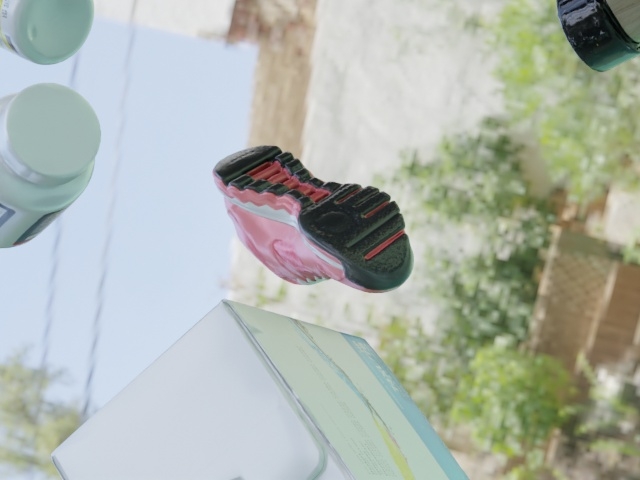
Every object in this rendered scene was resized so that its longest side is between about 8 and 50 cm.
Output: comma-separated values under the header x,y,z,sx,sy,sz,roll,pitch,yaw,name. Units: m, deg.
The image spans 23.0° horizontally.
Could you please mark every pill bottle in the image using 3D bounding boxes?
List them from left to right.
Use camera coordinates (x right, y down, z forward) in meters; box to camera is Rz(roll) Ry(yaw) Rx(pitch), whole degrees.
x,y,z,sx,sy,sz,roll,pitch,yaw,name
-0.374,-0.291,1.867,0.117,0.215,0.117,-26,-51,-38,pill bottle
-0.252,-0.066,1.335,0.180,0.108,0.108,-30,35,58,pill bottle

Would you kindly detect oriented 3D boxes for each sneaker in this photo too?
x,y,z,sx,sy,sz,roll,pitch,yaw,name
0.000,0.000,1.820,0.116,0.314,0.136,-29,-50,-27,sneaker

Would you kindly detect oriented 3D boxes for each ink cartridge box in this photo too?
x,y,z,sx,sy,sz,roll,pitch,yaw,name
-0.033,0.196,1.264,0.198,0.197,0.270,-41,-24,12,ink cartridge box

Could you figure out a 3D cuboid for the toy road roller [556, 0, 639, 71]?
x,y,z,sx,sy,sz,roll,pitch,yaw,name
0.316,-0.336,1.468,0.241,0.202,0.329,56,-141,-13,toy road roller
